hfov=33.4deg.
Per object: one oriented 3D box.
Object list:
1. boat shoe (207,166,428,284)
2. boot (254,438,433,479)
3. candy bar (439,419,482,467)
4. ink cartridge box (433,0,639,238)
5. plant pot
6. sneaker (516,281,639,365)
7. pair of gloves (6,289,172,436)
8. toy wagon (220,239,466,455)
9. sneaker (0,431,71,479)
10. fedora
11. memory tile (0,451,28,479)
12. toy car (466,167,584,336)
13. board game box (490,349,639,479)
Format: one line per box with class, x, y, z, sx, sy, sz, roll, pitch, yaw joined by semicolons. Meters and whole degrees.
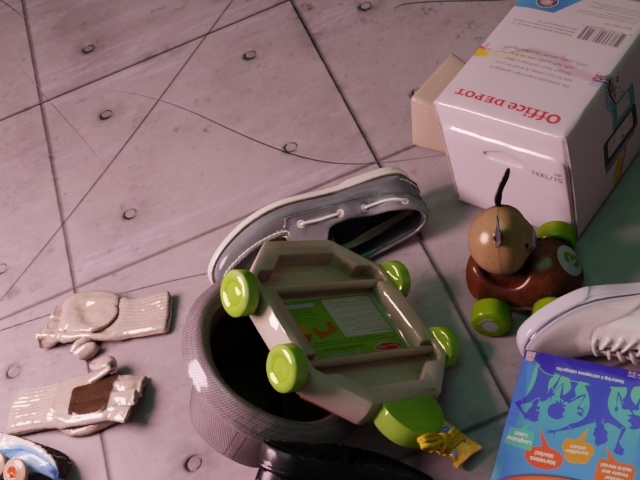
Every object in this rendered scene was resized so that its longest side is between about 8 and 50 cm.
boat shoe;0.000;0.000;1.471;0.320;0.116;0.099;-24;41;-9
boot;0.001;0.332;1.168;0.094;0.247;0.207;18;91;48
candy bar;0.126;0.217;1.293;0.040;0.018;0.161;-39;49;-16
ink cartridge box;0.320;-0.182;1.459;0.198;0.197;0.270;22;60;34
plant pot;0.205;-0.189;1.580;0.096;0.109;0.109;31;64;25
sneaker;0.363;0.105;1.254;0.258;0.094;0.091;-16;41;5
pair of gloves;-0.323;0.162;1.492;0.204;0.042;0.240;-4;47;17
toy wagon;0.044;0.129;1.271;0.267;0.068;0.344;-2;45;-40
sneaker;-0.396;0.296;1.398;0.162;0.063;0.073;6;71;29
fedora;-0.069;0.172;1.302;0.244;0.124;0.275;26;32;-9
memory tile;-0.441;0.321;1.372;0.148;0.012;0.113;11;86;29
toy car;0.244;0.004;1.324;0.149;0.188;0.155;-2;49;18
board game box;0.277;0.237;1.163;0.160;0.047;0.210;9;69;26
